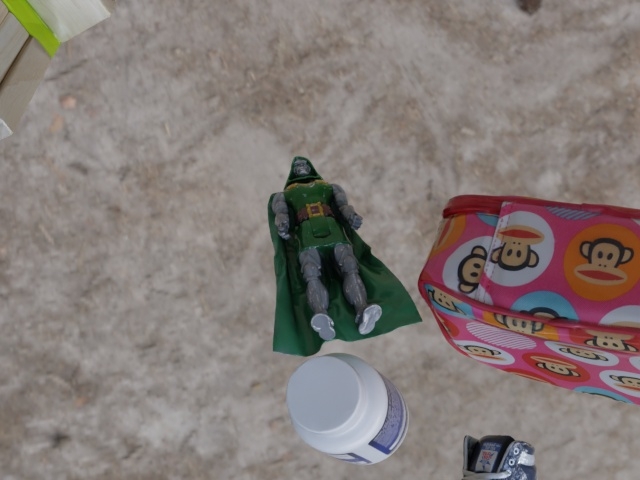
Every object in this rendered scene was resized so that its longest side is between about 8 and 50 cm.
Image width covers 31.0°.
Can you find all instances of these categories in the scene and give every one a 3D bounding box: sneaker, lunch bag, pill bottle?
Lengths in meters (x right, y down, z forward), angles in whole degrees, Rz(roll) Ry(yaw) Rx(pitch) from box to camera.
[{"bbox_3d":[0.200,0.345,1.509,0.282,0.099,0.153,-11,98,-50],"label":"sneaker"},{"bbox_3d":[0.248,0.071,0.995,0.293,0.120,0.258,11,159,27],"label":"lunch bag"},{"bbox_3d":[0.024,0.158,1.092,0.094,0.094,0.169,-30,158,5],"label":"pill bottle"}]

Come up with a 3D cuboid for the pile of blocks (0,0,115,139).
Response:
[{"bbox_3d":[-0.193,-0.203,0.765,0.112,0.149,0.362,54,55,-32],"label":"pile of blocks"}]

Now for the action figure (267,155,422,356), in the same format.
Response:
[{"bbox_3d":[0.000,0.000,1.101,0.137,0.232,0.063,-8,133,-10],"label":"action figure"}]
